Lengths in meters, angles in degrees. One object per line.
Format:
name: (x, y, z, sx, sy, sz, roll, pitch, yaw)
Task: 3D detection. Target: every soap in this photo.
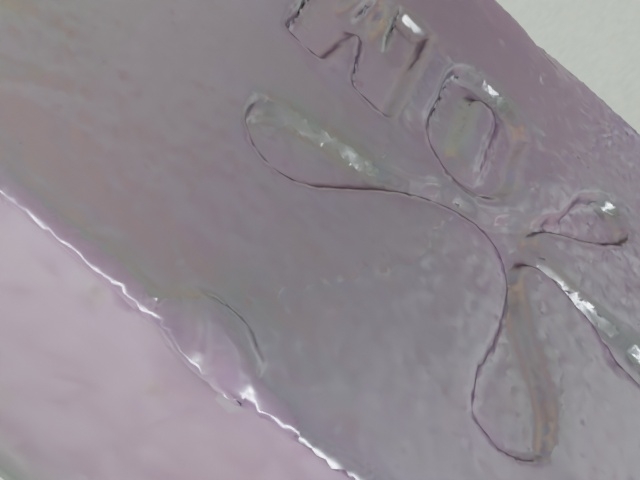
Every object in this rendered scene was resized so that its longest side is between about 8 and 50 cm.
soap: (0.000, 0.000, 0.522, 0.296, 0.107, 0.285, 39, 37, -12)
